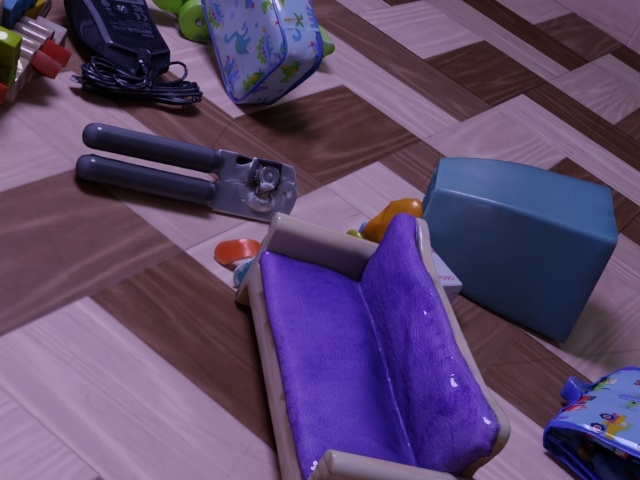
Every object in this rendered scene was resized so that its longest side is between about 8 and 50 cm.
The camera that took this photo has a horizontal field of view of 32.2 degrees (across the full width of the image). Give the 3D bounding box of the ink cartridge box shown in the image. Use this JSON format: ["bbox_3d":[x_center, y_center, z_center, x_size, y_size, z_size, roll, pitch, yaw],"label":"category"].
[{"bbox_3d":[0.105,0.035,1.379,0.088,0.052,0.122,1,38,-39],"label":"ink cartridge box"}]

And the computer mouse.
[{"bbox_3d":[-0.290,-0.280,1.534,0.188,0.072,0.272,3,50,-41],"label":"computer mouse"}]

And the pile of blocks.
[{"bbox_3d":[-0.361,-0.239,1.312,0.112,0.149,0.362,25,28,-6],"label":"pile of blocks"}]

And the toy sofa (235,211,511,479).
[{"bbox_3d":[0.033,0.113,1.064,0.150,0.177,0.362,16,32,-22],"label":"toy sofa"}]

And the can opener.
[{"bbox_3d":[-0.160,-0.081,1.340,0.283,0.076,0.095,12,1,-27],"label":"can opener"}]

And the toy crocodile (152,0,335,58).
[{"bbox_3d":[-0.128,-0.366,1.763,0.340,0.105,0.115,14,32,-25],"label":"toy crocodile"}]

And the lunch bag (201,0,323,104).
[{"bbox_3d":[-0.088,-0.316,1.604,0.090,0.176,0.219,-2,68,-39],"label":"lunch bag"}]

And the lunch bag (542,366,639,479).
[{"bbox_3d":[0.403,0.238,1.257,0.293,0.138,0.221,32,30,26],"label":"lunch bag"}]

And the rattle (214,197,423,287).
[{"bbox_3d":[0.000,0.000,1.263,0.199,0.143,0.130,22,47,-24],"label":"rattle"}]

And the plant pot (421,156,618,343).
[{"bbox_3d":[0.246,-0.007,1.469,0.234,0.166,0.165,20,29,0],"label":"plant pot"}]
